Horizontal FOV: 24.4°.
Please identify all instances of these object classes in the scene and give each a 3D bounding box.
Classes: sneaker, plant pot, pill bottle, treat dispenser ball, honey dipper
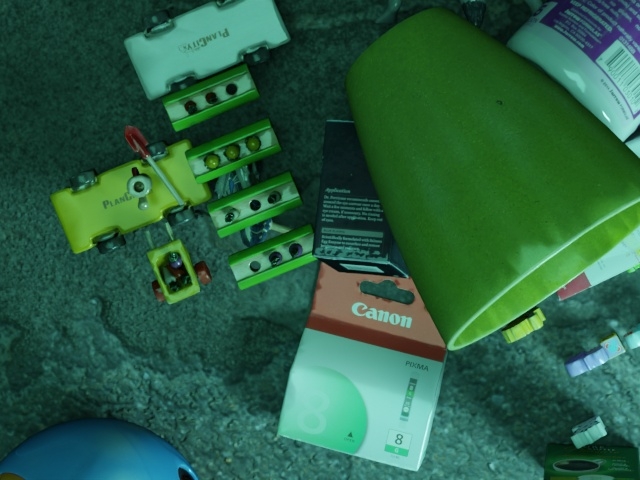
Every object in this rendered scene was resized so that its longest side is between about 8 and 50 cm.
[{"bbox_3d":[-0.098,-0.055,1.793,0.058,0.052,0.135,-14,76,27],"label":"sneaker"},{"bbox_3d":[0.159,-0.085,1.521,0.274,0.275,0.294,-38,77,13],"label":"plant pot"},{"bbox_3d":[0.357,-0.254,1.602,0.301,0.169,0.169,-44,88,-5],"label":"pill bottle"},{"bbox_3d":[-0.271,0.355,1.760,0.288,0.288,0.288,1,98,11],"label":"treat dispenser ball"},{"bbox_3d":[0.000,0.000,1.795,0.160,0.030,0.031,20,101,11],"label":"honey dipper"}]

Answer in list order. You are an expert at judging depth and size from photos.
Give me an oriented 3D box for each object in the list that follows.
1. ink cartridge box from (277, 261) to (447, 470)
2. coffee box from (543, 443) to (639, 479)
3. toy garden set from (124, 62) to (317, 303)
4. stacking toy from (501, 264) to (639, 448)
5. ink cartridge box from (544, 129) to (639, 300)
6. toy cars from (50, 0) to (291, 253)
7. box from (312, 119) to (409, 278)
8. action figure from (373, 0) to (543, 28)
[{"bbox_3d":[0.059,0.149,1.791,0.181,0.056,0.225,14,101,9],"label":"ink cartridge box"},{"bbox_3d":[0.311,0.280,1.693,0.113,0.184,0.040,0,100,9],"label":"coffee box"},{"bbox_3d":[-0.134,-0.054,1.722,0.203,0.049,0.244,-22,97,5],"label":"toy garden set"},{"bbox_3d":[0.348,0.122,1.732,0.221,0.052,0.167,-30,91,12],"label":"stacking toy"},{"bbox_3d":[0.324,-0.034,1.676,0.176,0.127,0.128,-26,92,14],"label":"ink cartridge box"},{"bbox_3d":[-0.178,-0.148,1.784,0.176,0.087,0.394,27,98,1],"label":"toy cars"},{"bbox_3d":[0.055,-0.045,1.696,0.093,0.156,0.158,5,83,12],"label":"box"},{"bbox_3d":[0.216,-0.397,1.627,0.341,0.178,0.330,4,100,8],"label":"action figure"}]
